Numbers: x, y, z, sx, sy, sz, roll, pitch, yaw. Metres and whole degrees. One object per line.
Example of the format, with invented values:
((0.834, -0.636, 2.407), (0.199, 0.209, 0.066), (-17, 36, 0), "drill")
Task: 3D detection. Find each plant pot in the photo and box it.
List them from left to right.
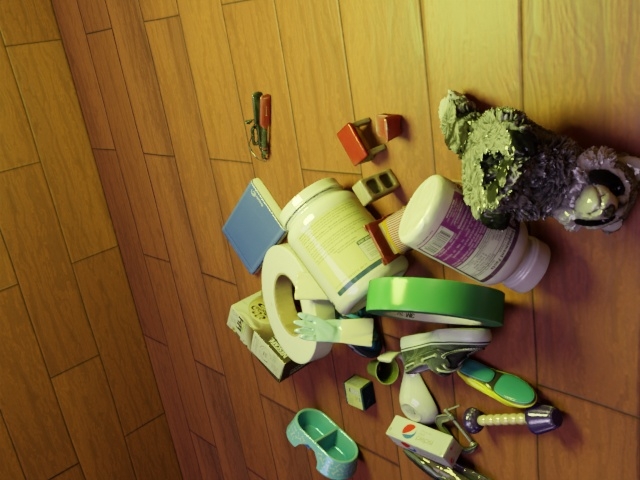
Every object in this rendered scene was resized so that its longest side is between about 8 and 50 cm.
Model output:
((0.184, 0.393, 1.920), (0.079, 0.083, 0.083), (-9, 103, 64), "plant pot")

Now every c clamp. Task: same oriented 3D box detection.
((0.390, 0.542, 1.785), (0.161, 0.022, 0.137), (55, 142, -3), "c clamp")

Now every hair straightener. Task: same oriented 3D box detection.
((-0.193, -0.357, 1.974), (0.089, 0.047, 0.231), (28, 134, 37), "hair straightener")

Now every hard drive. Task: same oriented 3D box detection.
((-0.228, -0.042, 2.178), (0.210, 0.040, 0.319), (55, 141, 12), "hard drive")

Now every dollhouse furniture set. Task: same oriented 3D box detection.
((0.175, -0.150, 1.564), (0.201, 0.152, 0.374), (-36, 82, 51), "dollhouse furniture set")

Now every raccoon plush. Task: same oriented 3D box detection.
((0.448, -0.189, 1.267), (0.216, 0.299, 0.447), (108, 161, -47), "raccoon plush")

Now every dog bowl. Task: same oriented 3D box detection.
((0.012, 0.709, 2.222), (0.297, 0.166, 0.074), (36, 122, 32), "dog bowl")

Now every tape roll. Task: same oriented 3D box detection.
((-0.078, 0.198, 2.007), (0.392, 0.072, 0.392), (34, 130, 54), "tape roll")
((0.270, 0.149, 1.490), (0.321, 0.321, 0.077), (-6, 73, 50), "tape roll")

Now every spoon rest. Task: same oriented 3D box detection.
((0.265, 0.433, 1.855), (0.137, 0.084, 0.276), (-2, 121, 50), "spoon rest")

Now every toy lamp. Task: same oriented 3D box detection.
((0.487, 0.453, 1.598), (0.274, 0.080, 0.080), (-22, 92, 54), "toy lamp")

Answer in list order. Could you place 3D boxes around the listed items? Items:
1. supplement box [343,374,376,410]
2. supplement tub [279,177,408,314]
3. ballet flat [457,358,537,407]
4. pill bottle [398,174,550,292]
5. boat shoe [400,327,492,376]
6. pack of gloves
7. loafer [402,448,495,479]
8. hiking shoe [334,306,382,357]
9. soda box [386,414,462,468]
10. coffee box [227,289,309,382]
((0.127, 0.495, 2.048), (0.083, 0.056, 0.083), (11, 118, 46), "supplement box")
((0.058, 0.013, 1.721), (0.325, 0.235, 0.235), (53, 140, 14), "supplement tub")
((0.452, 0.373, 1.607), (0.231, 0.077, 0.077), (22, 146, 44), "ballet flat")
((0.336, -0.005, 1.361), (0.301, 0.169, 0.169), (27, 140, -10), "pill bottle")
((0.329, 0.295, 1.640), (0.335, 0.121, 0.119), (148, 123, -61), "boat shoe")
((0.038, 0.199, 1.810), (0.046, 0.232, 0.195), (103, 172, -74), "pack of gloves")
((0.381, 0.675, 1.848), (0.302, 0.095, 0.109), (26, 158, 44), "loafer")
((0.106, 0.209, 1.871), (0.132, 0.113, 0.304), (-33, 84, 52), "hiking shoe")
((0.302, 0.587, 1.842), (0.216, 0.069, 0.074), (6, 143, 48), "soda box")
((-0.169, 0.330, 2.210), (0.297, 0.168, 0.119), (44, 138, 25), "coffee box")
